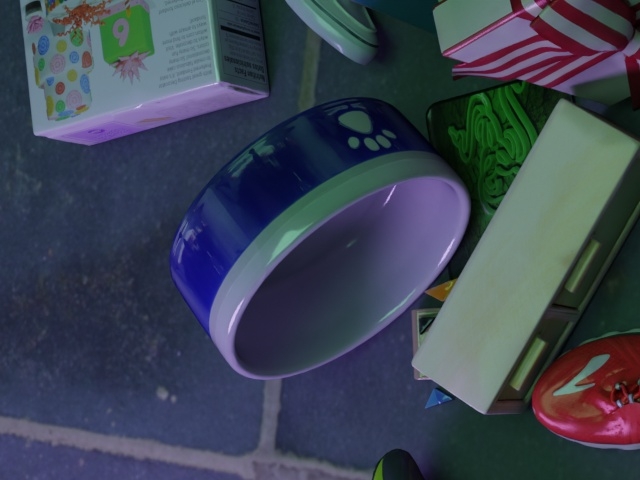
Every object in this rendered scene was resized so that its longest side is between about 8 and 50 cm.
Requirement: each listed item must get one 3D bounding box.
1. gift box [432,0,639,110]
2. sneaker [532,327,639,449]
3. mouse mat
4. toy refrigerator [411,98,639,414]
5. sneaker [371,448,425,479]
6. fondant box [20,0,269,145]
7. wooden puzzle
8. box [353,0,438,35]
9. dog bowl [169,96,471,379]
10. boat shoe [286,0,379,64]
[{"bbox_3d":[0.232,-0.249,1.536,0.276,0.255,0.258,-32,59,44],"label":"gift box"},{"bbox_3d":[0.298,0.122,1.544,0.279,0.118,0.107,-5,82,31],"label":"sneaker"},{"bbox_3d":[0.175,-0.053,1.702,0.153,0.007,0.189,-14,77,30],"label":"mouse mat"},{"bbox_3d":[0.198,0.019,1.616,0.094,0.102,0.269,34,100,25],"label":"toy refrigerator"},{"bbox_3d":[0.155,0.302,1.635,0.121,0.111,0.300,-40,72,11],"label":"sneaker"},{"bbox_3d":[-0.193,-0.285,1.896,0.238,0.096,0.330,-13,78,30],"label":"fondant box"},{"bbox_3d":[0.116,0.095,1.715,0.079,0.014,0.116,-12,82,30],"label":"wooden puzzle"},{"bbox_3d":[0.066,-0.248,1.646,0.060,0.244,0.100,-47,64,18],"label":"box"},{"bbox_3d":[0.000,0.000,1.652,0.265,0.265,0.104,-48,62,19],"label":"dog bowl"},{"bbox_3d":[-0.004,-0.270,1.785,0.076,0.083,0.226,-47,63,20],"label":"boat shoe"}]
